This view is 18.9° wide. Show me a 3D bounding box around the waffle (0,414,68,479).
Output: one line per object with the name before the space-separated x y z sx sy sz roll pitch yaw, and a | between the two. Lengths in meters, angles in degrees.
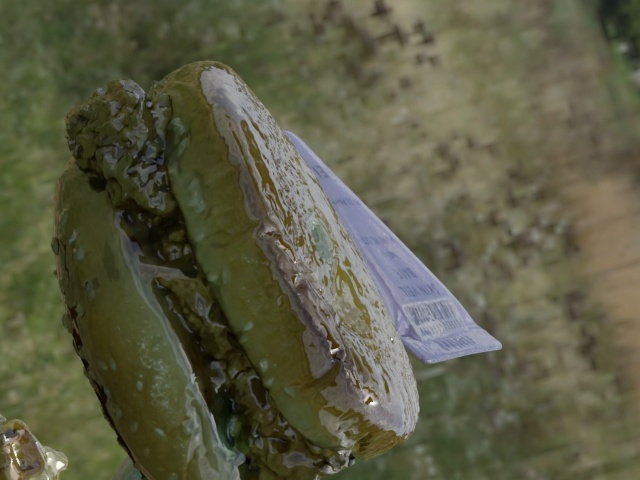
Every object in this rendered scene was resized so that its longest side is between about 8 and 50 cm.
waffle | -0.317 0.220 1.311 0.281 0.301 0.058 48 -12 -23

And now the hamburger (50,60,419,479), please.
hamburger | -0.046 0.021 0.851 0.215 0.122 0.189 62 12 -16

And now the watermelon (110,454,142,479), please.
watermelon | -0.133 0.279 1.706 0.188 0.175 0.322 -39 149 -85

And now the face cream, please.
face cream | 0.000 0.000 1.365 0.274 0.096 0.154 39 13 19
